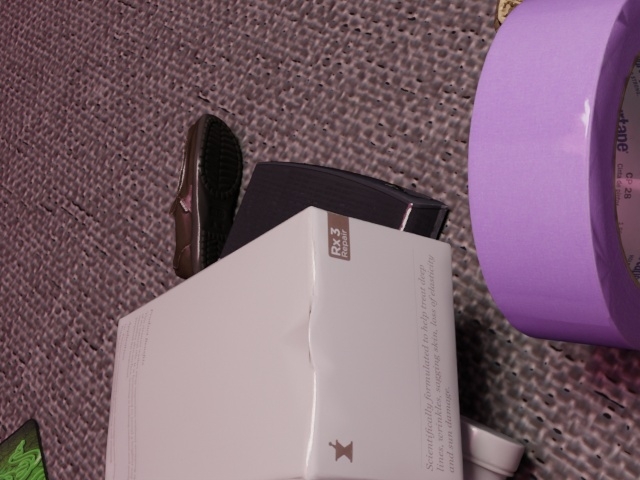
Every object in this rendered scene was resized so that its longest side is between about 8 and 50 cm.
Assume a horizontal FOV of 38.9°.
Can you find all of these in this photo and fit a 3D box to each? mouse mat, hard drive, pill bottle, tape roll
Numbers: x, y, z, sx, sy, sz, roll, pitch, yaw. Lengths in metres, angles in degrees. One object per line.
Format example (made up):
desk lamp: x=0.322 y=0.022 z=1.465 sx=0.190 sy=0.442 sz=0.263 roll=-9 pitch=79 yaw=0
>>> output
mouse mat: x=-0.429 y=0.347 z=1.212 sx=0.190 sy=0.007 sz=0.152 roll=-38 pitch=54 yaw=19
hard drive: x=0.000 y=0.000 z=0.989 sx=0.255 sy=0.054 sz=0.172 roll=18 pitch=84 yaw=40
pill bottle: x=0.103 y=0.250 z=0.781 sx=0.108 sy=0.108 sz=0.193 roll=21 pitch=87 yaw=40
tape roll: x=0.218 y=-0.056 z=0.702 sx=0.090 sy=0.275 sz=0.274 roll=2 pitch=74 yaw=38

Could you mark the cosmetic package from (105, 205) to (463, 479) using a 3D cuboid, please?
cosmetic package: x=-0.054 y=0.137 z=0.836 sx=0.385 sy=0.156 sz=0.217 roll=-24 pitch=58 yaw=50

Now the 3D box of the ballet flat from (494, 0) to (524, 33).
ballet flat: x=0.245 y=-0.318 z=0.924 sx=0.084 sy=0.058 sz=0.249 roll=33 pitch=94 yaw=41

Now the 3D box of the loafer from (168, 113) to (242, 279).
loafer: x=-0.153 y=-0.051 z=1.107 sx=0.078 sy=0.080 sz=0.220 roll=-10 pitch=67 yaw=34
